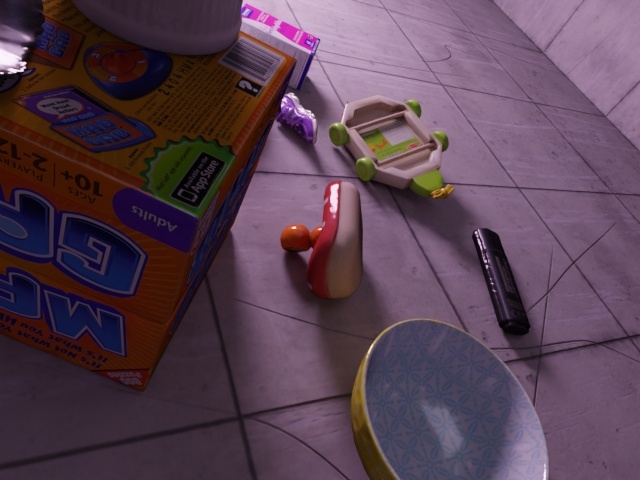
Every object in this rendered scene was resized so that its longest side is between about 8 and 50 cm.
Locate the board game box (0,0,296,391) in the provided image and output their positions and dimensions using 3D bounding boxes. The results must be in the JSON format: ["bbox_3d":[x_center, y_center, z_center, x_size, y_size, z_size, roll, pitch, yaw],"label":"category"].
[{"bbox_3d":[-0.291,-0.096,0.646,0.355,0.356,0.357,25,43,-7],"label":"board game box"}]

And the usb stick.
[{"bbox_3d":[0.400,0.083,1.104,0.077,0.045,0.278,20,43,-22],"label":"usb stick"}]

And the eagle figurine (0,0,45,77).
[{"bbox_3d":[-0.329,-0.201,0.361,0.298,0.225,0.226,33,-11,47],"label":"eagle figurine"}]

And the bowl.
[{"bbox_3d":[0.155,0.276,0.705,0.289,0.156,0.290,15,46,-16],"label":"bowl"}]

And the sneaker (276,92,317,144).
[{"bbox_3d":[-0.063,-0.284,1.179,0.071,0.068,0.170,-22,54,-24],"label":"sneaker"}]

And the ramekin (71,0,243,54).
[{"bbox_3d":[-0.182,-0.323,0.576,0.206,0.109,0.207,15,46,-16],"label":"ramekin"}]

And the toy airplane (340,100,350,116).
[{"bbox_3d":[0.113,-0.313,1.316,0.151,0.028,0.151,8,55,-12],"label":"toy airplane"}]

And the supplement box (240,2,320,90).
[{"bbox_3d":[-0.126,-0.510,1.302,0.219,0.114,0.111,21,45,-8],"label":"supplement box"}]

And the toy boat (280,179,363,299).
[{"bbox_3d":[0.000,0.000,0.908,0.150,0.151,0.231,-3,45,8],"label":"toy boat"}]

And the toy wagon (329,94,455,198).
[{"bbox_3d":[0.192,-0.221,1.219,0.267,0.068,0.345,-23,67,-27],"label":"toy wagon"}]
